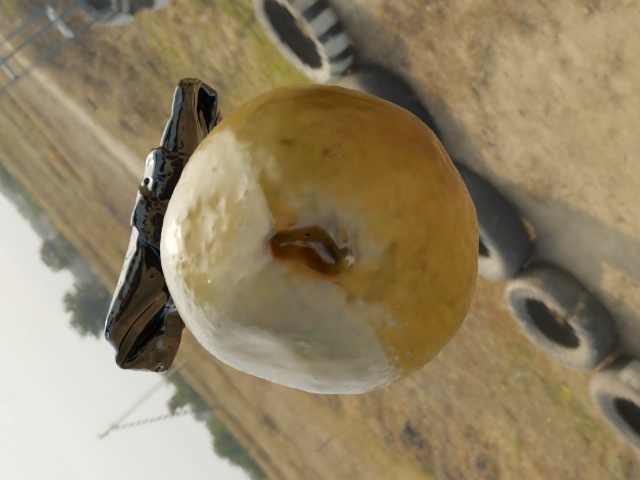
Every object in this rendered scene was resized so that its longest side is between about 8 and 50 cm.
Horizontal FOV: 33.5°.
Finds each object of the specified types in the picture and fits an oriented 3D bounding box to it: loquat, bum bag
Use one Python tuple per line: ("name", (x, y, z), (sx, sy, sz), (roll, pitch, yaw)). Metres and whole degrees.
("loquat", (0.000, 0.000, 0.698), (0.208, 0.208, 0.208), (47, 170, 11))
("bum bag", (-0.123, -0.012, 0.891), (0.060, 0.248, 0.123), (5, 169, 9))
